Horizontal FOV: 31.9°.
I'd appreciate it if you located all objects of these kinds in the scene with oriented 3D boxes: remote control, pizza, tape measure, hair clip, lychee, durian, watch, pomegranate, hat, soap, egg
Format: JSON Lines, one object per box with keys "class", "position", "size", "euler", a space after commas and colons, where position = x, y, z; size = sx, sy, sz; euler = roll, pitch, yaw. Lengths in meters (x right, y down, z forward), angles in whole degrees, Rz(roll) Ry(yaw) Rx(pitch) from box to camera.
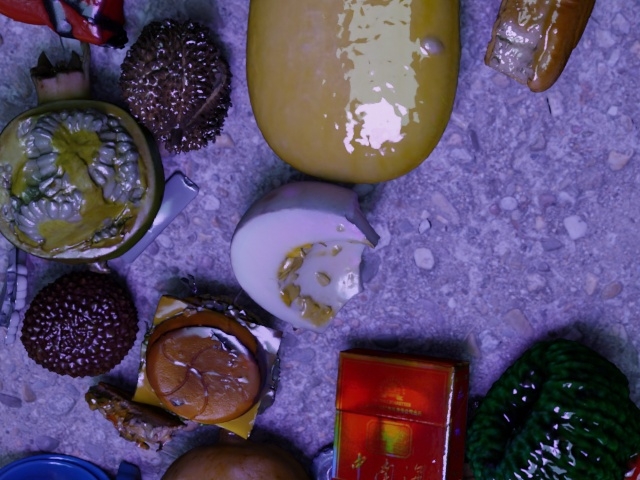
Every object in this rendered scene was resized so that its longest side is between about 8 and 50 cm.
{"class": "remote control", "position": [-0.267, -0.032, 1.777], "size": [0.050, 0.027, 0.184], "euler": [41, 113, -11]}
{"class": "pizza", "position": [-0.295, 0.300, 1.842], "size": [0.147, 0.226, 0.069], "euler": [27, 86, -43]}
{"class": "tape measure", "position": [-0.384, -0.412, 1.572], "size": [0.260, 0.114, 0.253], "euler": [13, 115, 3]}
{"class": "hair clip", "position": [-0.502, 0.078, 1.810], "size": [0.054, 0.140, 0.220], "euler": [10, 138, -18]}
{"class": "lychee", "position": [-0.387, 0.137, 1.786], "size": [0.188, 0.188, 0.188], "euler": [3, 115, 7]}
{"class": "durian", "position": [-0.201, -0.212, 1.588], "size": [0.167, 0.196, 0.196], "euler": [-15, 112, 27]}
{"class": "watch", "position": [-0.451, 0.519, 1.908], "size": [0.274, 0.305, 0.241], "euler": [12, 115, -5]}
{"class": "pomegranate", "position": [-0.361, -0.121, 1.644], "size": [0.260, 0.260, 0.341], "euler": [-5, 84, 11]}
{"class": "hat", "position": [0.414, 0.328, 1.733], "size": [0.332, 0.242, 0.274], "euler": [31, 103, -23]}
{"class": "soap", "position": [0.045, -0.290, 1.556], "size": [0.306, 0.115, 0.427], "euler": [6, 105, 9]}
{"class": "pomegranate", "position": [-0.132, 0.465, 1.838], "size": [0.307, 0.307, 0.307], "euler": [3, 115, 7]}
{"class": "egg", "position": [-0.016, -0.010, 1.666], "size": [0.206, 0.162, 0.271], "euler": [19, 137, 4]}

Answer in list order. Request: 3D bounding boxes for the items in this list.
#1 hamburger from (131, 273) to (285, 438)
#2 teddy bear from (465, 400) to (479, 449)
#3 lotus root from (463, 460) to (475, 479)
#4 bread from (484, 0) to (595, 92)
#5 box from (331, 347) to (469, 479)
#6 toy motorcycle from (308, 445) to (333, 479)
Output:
{"class": "hamburger", "position": [-0.175, 0.183, 1.800], "size": [0.243, 0.139, 0.262], "euler": [21, 116, -1]}
{"class": "teddy bear", "position": [0.215, 0.306, 1.832], "size": [0.160, 0.078, 0.119], "euler": [24, 112, -1]}
{"class": "lotus root", "position": [0.336, 0.471, 1.838], "size": [0.342, 0.169, 0.152], "euler": [19, 115, 0]}
{"class": "bread", "position": [0.302, -0.321, 1.479], "size": [0.121, 0.174, 0.246], "euler": [21, 108, 4]}
{"class": "box", "position": [0.122, 0.336, 1.764], "size": [0.197, 0.089, 0.313], "euler": [4, 92, 28]}
{"class": "toy motorcycle", "position": [0.115, 0.485, 1.904], "size": [0.188, 0.143, 0.327], "euler": [-23, 94, 12]}
